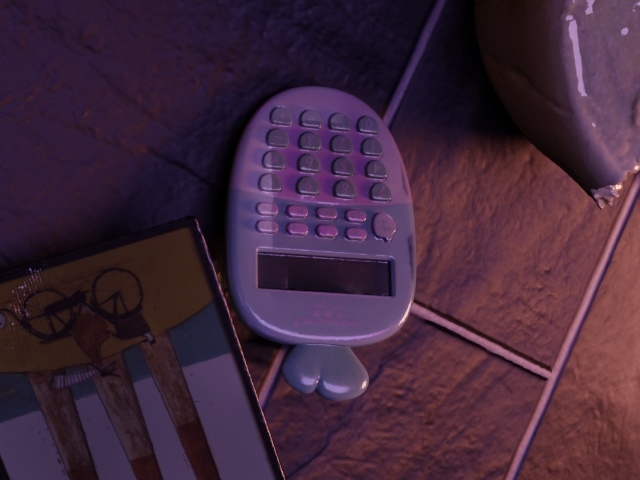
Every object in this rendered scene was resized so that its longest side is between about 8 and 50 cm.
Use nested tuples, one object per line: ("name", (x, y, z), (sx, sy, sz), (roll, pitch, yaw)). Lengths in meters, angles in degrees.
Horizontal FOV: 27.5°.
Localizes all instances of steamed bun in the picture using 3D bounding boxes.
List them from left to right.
("steamed bun", (0.276, -0.176, 1.255), (0.273, 0.290, 0.272), (24, 92, -12))

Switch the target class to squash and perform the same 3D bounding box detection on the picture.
("squash", (-0.121, 0.114, 1.189), (0.095, 0.095, 0.188), (-15, 109, -26))

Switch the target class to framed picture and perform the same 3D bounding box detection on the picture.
("framed picture", (-0.174, 0.159, 1.148), (0.244, 0.013, 0.324), (-17, 107, 3))

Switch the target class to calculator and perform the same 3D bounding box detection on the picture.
("calculator", (0.000, 0.000, 1.212), (0.185, 0.041, 0.299), (3, 77, -19))
